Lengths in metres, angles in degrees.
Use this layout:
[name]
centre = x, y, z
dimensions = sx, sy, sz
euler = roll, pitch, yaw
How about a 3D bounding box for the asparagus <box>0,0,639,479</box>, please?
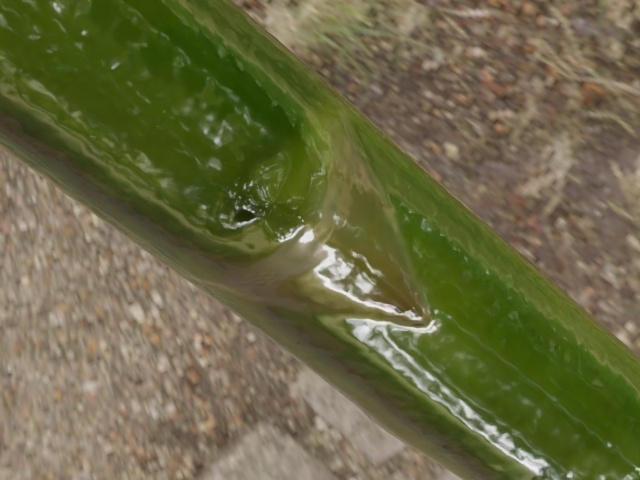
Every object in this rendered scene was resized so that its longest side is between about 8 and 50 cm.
[asparagus]
centre = 0.001, -0.002, 0.445
dimensions = 0.278, 0.067, 0.060
euler = 39, 69, -35
